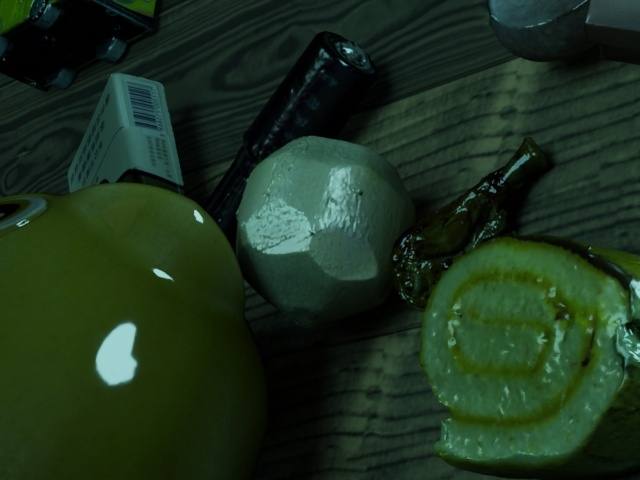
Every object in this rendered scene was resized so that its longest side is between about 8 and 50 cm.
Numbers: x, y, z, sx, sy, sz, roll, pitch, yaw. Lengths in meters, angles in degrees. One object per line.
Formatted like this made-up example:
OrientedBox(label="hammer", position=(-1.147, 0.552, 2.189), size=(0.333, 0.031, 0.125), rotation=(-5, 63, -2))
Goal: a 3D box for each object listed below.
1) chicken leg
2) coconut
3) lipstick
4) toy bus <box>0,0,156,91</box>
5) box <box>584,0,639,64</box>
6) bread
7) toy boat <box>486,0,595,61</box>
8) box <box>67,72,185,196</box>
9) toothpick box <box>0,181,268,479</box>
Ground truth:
OrientedBox(label="chicken leg", position=(0.130, -0.014, 1.697), size=(0.178, 0.070, 0.093), rotation=(-46, 10, 7))
OrientedBox(label="coconut", position=(-0.002, -0.002, 1.784), size=(0.161, 0.161, 0.162), rotation=(-16, 48, 49))
OrientedBox(label="lipstick", position=(-0.049, -0.076, 1.972), size=(0.299, 0.081, 0.081), rotation=(-55, 34, 25))
OrientedBox(label="toy bus", position=(-0.314, -0.294, 2.442), size=(0.262, 0.128, 0.150), rotation=(-20, 53, 48))
OrientedBox(label="box", position=(0.321, -0.221, 1.450), size=(0.215, 0.086, 0.215), rotation=(10, 74, 16))
OrientedBox(label="bread", position=(0.193, 0.092, 1.487), size=(0.257, 0.124, 0.186), rotation=(-5, 72, 52))
OrientedBox(label="toy boat", position=(0.243, -0.243, 1.693), size=(0.227, 0.085, 0.155), rotation=(-47, 44, 7))
OrientedBox(label="box", position=(-0.211, -0.039, 2.151), size=(0.259, 0.071, 0.168), rotation=(-104, 34, -47))
OrientedBox(label="toothpick box", position=(-0.260, 0.165, 1.798), size=(0.409, 0.409, 0.425), rotation=(5, 57, 56))
